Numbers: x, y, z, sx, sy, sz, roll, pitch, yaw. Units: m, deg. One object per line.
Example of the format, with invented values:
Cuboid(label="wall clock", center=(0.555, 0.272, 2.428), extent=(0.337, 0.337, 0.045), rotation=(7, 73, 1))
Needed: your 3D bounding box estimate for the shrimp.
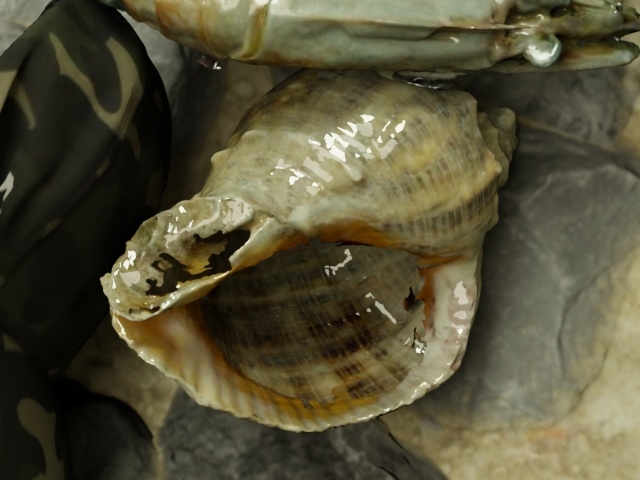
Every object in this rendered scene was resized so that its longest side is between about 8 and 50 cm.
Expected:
Cuboid(label="shrimp", center=(0.028, -0.160, 1.187), extent=(0.360, 0.247, 0.085), rotation=(9, 113, 12))

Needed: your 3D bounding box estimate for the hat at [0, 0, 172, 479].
Cuboid(label="hat", center=(-0.168, 0.048, 1.268), extent=(0.257, 0.366, 0.381), rotation=(-29, 102, -6))

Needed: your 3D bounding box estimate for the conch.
Cuboid(label="conch", center=(-0.002, -0.007, 1.217), extent=(0.291, 0.159, 0.210), rotation=(-19, 118, -10))
